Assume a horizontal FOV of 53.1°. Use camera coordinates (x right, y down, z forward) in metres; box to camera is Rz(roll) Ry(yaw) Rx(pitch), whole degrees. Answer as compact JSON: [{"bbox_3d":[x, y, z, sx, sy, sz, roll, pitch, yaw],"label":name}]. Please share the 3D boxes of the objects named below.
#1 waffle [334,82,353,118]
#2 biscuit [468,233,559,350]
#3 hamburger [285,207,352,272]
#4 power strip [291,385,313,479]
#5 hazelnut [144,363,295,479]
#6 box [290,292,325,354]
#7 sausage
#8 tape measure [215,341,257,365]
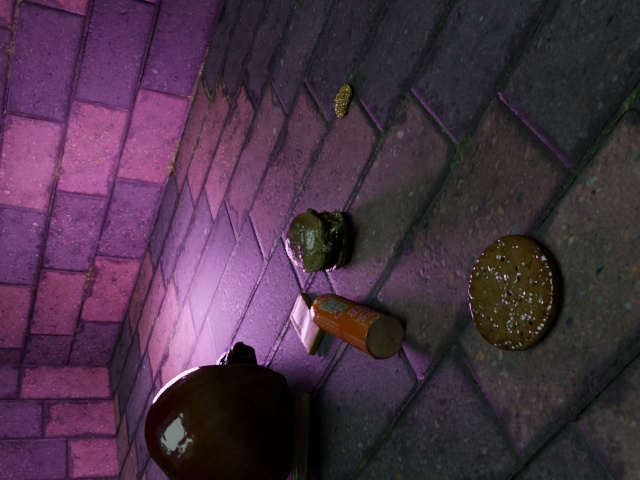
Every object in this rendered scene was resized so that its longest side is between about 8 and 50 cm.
[{"bbox_3d":[0.058,-0.355,1.619,0.085,0.016,0.078,-61,35,34],"label":"waffle"},{"bbox_3d":[0.309,0.084,1.030,0.188,0.027,0.188,-23,63,57],"label":"biscuit"},{"bbox_3d":[0.000,0.000,1.525,0.185,0.131,0.159,-37,55,49],"label":"hamburger"},{"bbox_3d":[-0.043,0.507,1.546,0.064,0.044,0.305,64,-153,-71],"label":"power strip"},{"bbox_3d":[-0.222,0.476,1.566,0.359,0.409,0.359,-9,65,19],"label":"hazelnut"},{"bbox_3d":[-0.035,0.213,1.656,0.155,0.023,0.087,57,135,51],"label":"box"},{"bbox_3d":[0.060,0.175,1.411,0.312,0.093,0.093,16,98,62],"label":"sausage"},{"bbox_3d":[-0.251,0.424,1.862,0.202,0.135,0.223,128,145,-61],"label":"tape measure"}]
